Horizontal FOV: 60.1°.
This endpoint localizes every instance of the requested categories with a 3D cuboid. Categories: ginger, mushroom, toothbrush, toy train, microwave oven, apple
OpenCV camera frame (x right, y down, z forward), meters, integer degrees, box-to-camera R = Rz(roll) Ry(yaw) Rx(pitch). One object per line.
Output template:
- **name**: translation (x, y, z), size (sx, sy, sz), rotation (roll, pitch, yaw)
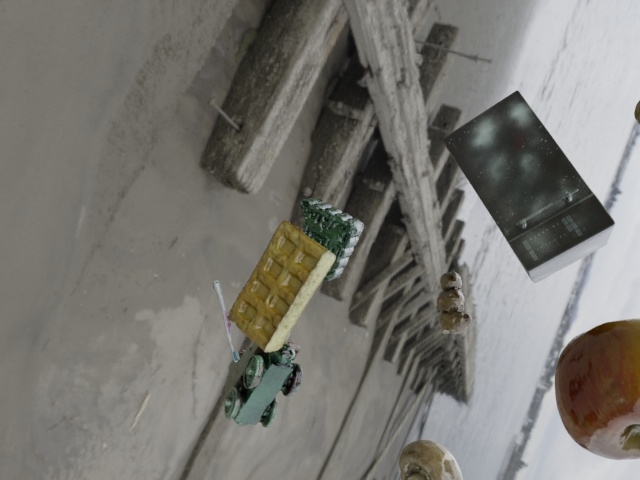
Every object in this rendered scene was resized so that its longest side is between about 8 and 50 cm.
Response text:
- **ginger**: translation (0.419, 0.197, 1.756), size (0.080, 0.104, 0.204), rotation (39, 41, -50)
- **mushroom**: translation (0.244, 0.537, 1.253), size (0.127, 0.166, 0.166), rotation (-13, 125, -25)
- **toothbrush**: translation (-0.225, 0.189, 1.310), size (0.017, 0.022, 0.204), rotation (3, 63, -52)
- **toy train**: translation (-0.155, 0.345, 1.462), size (0.304, 0.150, 0.221), rotation (-57, -155, 30)
- **microwave oven**: translation (0.579, -0.133, 1.549), size (0.236, 0.432, 0.374), rotation (-33, 159, 16)
- **apple**: translation (0.631, 0.282, 1.119), size (0.301, 0.301, 0.301), rotation (-45, 146, -43)

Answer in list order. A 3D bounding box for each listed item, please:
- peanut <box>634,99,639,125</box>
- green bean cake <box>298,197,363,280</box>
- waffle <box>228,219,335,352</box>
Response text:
- **peanut**: translation (0.659, -0.192, 0.935), size (0.111, 0.274, 0.125), rotation (12, 104, -26)
- **green bean cake**: translation (0.000, 0.000, 1.613), size (0.208, 0.193, 0.107), rotation (-66, 170, 13)
- **waffle**: translation (-0.092, 0.103, 1.266), size (0.057, 0.168, 0.274), rotation (28, 94, -49)
